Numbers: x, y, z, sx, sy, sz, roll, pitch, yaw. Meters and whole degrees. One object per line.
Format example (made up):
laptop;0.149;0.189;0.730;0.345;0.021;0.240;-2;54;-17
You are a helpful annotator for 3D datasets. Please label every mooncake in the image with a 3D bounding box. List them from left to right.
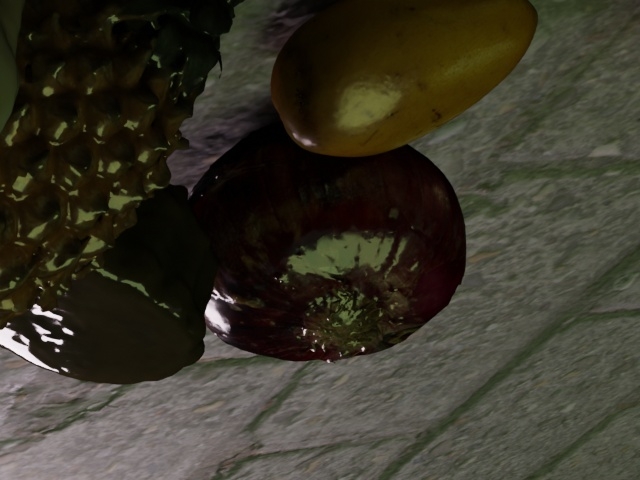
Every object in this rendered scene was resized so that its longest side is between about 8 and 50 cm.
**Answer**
mooncake;-0.189;0.016;1.485;0.228;0.124;0.228;11;149;7

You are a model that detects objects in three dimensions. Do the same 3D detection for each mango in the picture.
mango;0.067;-0.137;1.453;0.219;0.112;0.145;-19;154;-13

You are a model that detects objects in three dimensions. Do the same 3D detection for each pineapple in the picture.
pineapple;-0.147;-0.121;1.241;0.357;0.223;0.223;-41;154;2

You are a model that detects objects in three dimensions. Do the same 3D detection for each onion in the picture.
onion;0.000;0.000;1.607;0.246;0.190;0.246;-7;138;-6

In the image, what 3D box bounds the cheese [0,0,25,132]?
cheese;-0.265;-0.190;1.055;0.174;0.251;0.248;-16;123;25
